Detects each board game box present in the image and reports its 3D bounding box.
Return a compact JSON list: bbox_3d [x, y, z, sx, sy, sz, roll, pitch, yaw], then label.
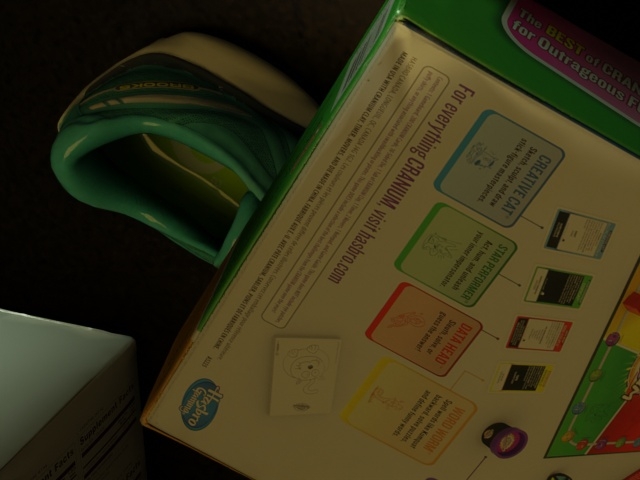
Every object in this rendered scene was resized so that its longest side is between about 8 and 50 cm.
[{"bbox_3d":[0.117,0.057,0.756,0.317,0.064,0.242,29,127,-7],"label":"board game box"}]

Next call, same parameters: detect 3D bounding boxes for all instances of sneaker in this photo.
[{"bbox_3d":[0.000,0.000,0.855,0.275,0.110,0.107,24,122,13],"label":"sneaker"}]

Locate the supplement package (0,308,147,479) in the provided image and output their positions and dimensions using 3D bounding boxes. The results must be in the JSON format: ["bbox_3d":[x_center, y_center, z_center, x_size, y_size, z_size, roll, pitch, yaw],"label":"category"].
[{"bbox_3d":[-0.211,0.156,1.012,0.194,0.149,0.203,10,119,22],"label":"supplement package"}]
